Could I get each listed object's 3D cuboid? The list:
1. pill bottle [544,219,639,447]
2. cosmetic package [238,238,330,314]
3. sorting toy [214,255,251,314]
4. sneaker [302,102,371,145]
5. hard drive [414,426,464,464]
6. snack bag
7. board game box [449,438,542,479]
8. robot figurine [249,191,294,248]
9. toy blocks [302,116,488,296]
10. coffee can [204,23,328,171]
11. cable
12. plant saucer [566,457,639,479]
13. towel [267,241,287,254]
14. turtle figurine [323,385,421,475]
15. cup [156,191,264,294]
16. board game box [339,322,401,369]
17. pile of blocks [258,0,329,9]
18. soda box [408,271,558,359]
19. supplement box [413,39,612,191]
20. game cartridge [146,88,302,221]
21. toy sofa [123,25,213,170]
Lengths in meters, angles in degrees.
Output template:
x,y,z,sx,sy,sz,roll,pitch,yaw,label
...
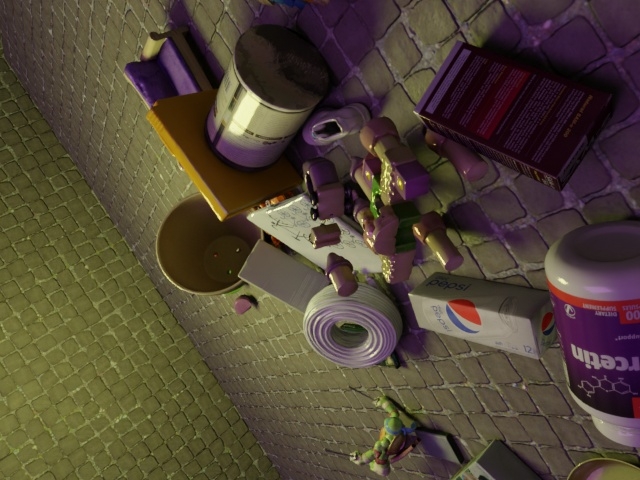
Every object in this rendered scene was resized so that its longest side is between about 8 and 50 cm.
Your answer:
x,y,z,sx,sy,sz,roll,pitch,yaw,label
0.451,0.144,0.776,0.181,0.181,0.323,9,125,51,pill bottle
-0.100,0.110,1.478,0.238,0.127,0.107,31,170,6,cosmetic package
-0.365,0.106,1.994,0.365,0.127,0.126,65,177,-19,sorting toy
0.007,-0.241,1.123,0.212,0.094,0.080,-4,116,56,sneaker
0.339,0.586,1.502,0.135,0.022,0.094,-17,104,58,hard drive
0.000,0.000,1.268,0.323,0.037,0.342,34,158,-25,snack bag
0.459,0.668,1.342,0.224,0.097,0.303,42,147,23,board game box
-0.161,-0.129,1.471,0.291,0.085,0.211,52,148,6,robot figurine
0.094,-0.093,0.961,0.288,0.309,0.260,90,161,-46,toy blocks
-0.127,-0.300,1.150,0.201,0.201,0.275,55,149,2,coffee can
0.084,0.222,1.354,0.257,0.089,0.257,-33,112,31,cable
0.600,0.538,1.015,0.241,0.037,0.241,14,108,49,plant saucer
-0.129,0.071,1.670,0.110,0.027,0.148,-10,110,58,towel
0.159,0.583,1.585,0.266,0.275,0.198,78,-173,-45,turtle figurine
-0.322,0.033,1.677,0.331,0.331,0.237,46,172,16,cup
0.142,0.303,1.509,0.186,0.026,0.126,-7,112,56,board game box
-0.098,-0.538,1.010,0.362,0.149,0.112,27,96,26,pile of blocks
0.319,0.141,1.041,0.286,0.098,0.091,8,125,52,soda box
0.273,-0.185,0.762,0.239,0.130,0.073,36,-173,31,supplement box
-0.231,-0.226,1.287,0.323,0.285,0.053,53,132,6,game cartridge
-0.371,-0.381,1.442,0.150,0.177,0.362,-20,101,59,toy sofa
